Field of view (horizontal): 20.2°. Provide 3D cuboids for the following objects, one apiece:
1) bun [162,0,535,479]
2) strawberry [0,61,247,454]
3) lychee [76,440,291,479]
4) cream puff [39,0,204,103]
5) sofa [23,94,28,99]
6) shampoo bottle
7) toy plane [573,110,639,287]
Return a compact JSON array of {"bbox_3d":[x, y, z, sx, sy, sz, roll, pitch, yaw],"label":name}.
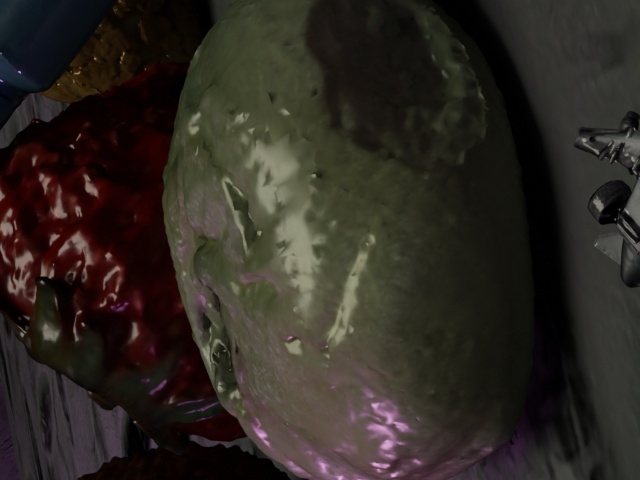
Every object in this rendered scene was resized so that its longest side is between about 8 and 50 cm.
[{"bbox_3d":[0.001,-0.001,0.686,0.221,0.108,0.221,171,90,-75],"label":"bun"},{"bbox_3d":[-0.062,-0.022,0.869,0.111,0.190,0.236,-45,23,33],"label":"strawberry"},{"bbox_3d":[-0.069,0.200,0.949,0.194,0.194,0.194,171,90,-75],"label":"lychee"},{"bbox_3d":[-0.127,-0.135,1.082,0.133,0.119,0.104,43,129,23],"label":"cream puff"},{"bbox_3d":[-0.292,-0.245,1.357,0.200,0.182,0.258,51,-164,-53],"label":"sofa"},{"bbox_3d":[-0.115,-0.135,0.825,0.258,0.061,0.104,-53,25,3],"label":"shampoo bottle"},{"bbox_3d":[0.095,-0.011,0.487,0.078,0.031,0.083,53,155,28],"label":"toy plane"}]
